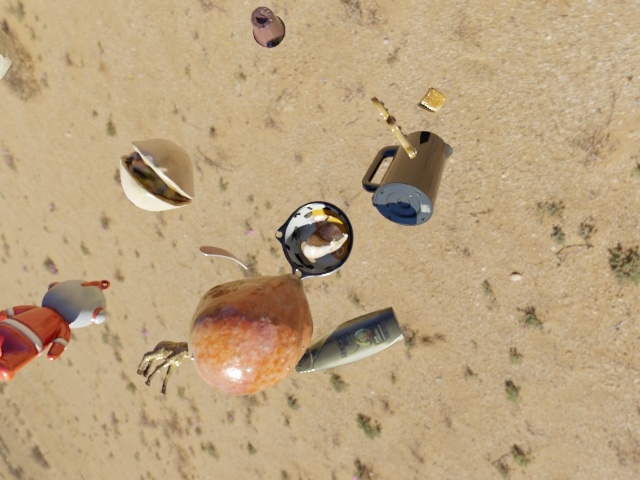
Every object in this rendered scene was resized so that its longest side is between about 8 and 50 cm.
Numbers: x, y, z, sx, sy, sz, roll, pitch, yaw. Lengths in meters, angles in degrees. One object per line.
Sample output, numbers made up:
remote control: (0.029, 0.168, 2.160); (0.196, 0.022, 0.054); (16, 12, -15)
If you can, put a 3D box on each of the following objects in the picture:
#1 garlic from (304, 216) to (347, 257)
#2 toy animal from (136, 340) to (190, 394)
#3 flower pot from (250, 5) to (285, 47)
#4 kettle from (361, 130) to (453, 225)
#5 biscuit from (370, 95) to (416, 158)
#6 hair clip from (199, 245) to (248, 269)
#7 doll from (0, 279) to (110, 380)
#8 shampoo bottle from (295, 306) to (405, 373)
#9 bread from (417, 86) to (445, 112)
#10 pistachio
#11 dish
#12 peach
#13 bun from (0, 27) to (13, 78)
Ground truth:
garlic: (0.012, 0.001, 1.493); (0.099, 0.174, 0.124); (48, 134, 19)
toy animal: (-0.419, 0.355, 1.334); (0.149, 0.276, 0.054); (64, -179, 18)
flower pot: (-0.169, -0.673, 1.391); (0.111, 0.089, 0.111); (0, 87, 6)
kettle: (0.311, -0.221, 1.600); (0.203, 0.308, 0.262); (42, 143, -23)
biscuit: (0.212, -0.329, 1.284); (0.031, 0.138, 0.205); (-36, 107, 16)
hair clip: (-0.242, 0.041, 1.136); (0.054, 0.137, 0.022); (36, 99, 52)
doll: (-0.638, 0.185, 1.066); (0.200, 0.336, 0.105); (25, 125, 10)
shampoo bottle: (0.081, 0.318, 1.383); (0.350, 0.084, 0.125); (-22, 68, 7)
bread: (0.394, -0.493, 1.587); (0.070, 0.083, 0.076); (35, 102, -2)
pistachio: (-0.426, -0.166, 1.186); (0.214, 0.193, 0.318); (37, -176, -24)
dish: (0.000, 0.000, 1.646); (0.303, 0.120, 0.302); (-2, 86, 20)
peach: (-0.113, 0.146, 0.778); (0.233, 0.232, 0.232); (22, 125, 34)
bun: (-0.613, -0.289, 0.686); (0.116, 0.237, 0.210); (61, 162, -12)
